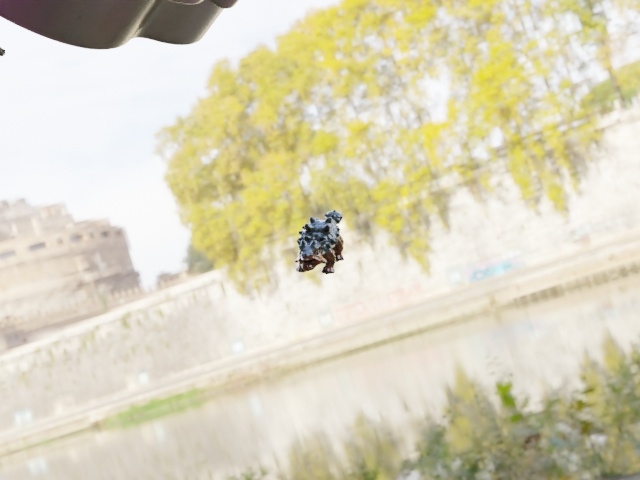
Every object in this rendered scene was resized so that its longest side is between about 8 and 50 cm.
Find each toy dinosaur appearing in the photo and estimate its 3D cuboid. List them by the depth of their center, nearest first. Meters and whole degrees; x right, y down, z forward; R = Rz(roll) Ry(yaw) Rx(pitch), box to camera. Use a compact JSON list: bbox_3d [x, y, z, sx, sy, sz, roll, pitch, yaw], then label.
[{"bbox_3d":[0.000,0.000,1.161,0.049,0.055,0.154,1,21,12],"label":"toy dinosaur"}]

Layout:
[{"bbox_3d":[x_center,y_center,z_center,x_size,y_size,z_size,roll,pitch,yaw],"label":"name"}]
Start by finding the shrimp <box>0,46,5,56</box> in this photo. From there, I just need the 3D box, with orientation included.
[{"bbox_3d":[-0.537,-0.286,1.510,0.184,0.043,0.091,2,-40,-27],"label":"shrimp"}]

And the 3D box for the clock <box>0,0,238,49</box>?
[{"bbox_3d":[-0.208,-0.277,0.897,0.102,0.338,0.338,-51,-20,23],"label":"clock"}]
